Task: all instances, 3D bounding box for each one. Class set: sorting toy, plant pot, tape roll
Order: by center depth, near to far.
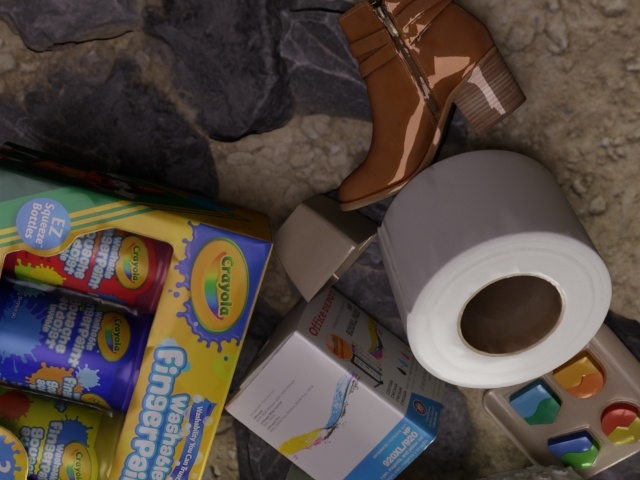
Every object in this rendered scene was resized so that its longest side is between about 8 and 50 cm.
[{"bbox_3d":[0.206,0.036,1.237,0.246,0.169,0.246,-6,129,-8],"label":"tape roll"},{"bbox_3d":[0.000,0.000,1.358,0.096,0.109,0.109,44,115,7],"label":"plant pot"},{"bbox_3d":[0.357,0.235,1.402,0.208,0.038,0.193,-39,99,23],"label":"sorting toy"}]

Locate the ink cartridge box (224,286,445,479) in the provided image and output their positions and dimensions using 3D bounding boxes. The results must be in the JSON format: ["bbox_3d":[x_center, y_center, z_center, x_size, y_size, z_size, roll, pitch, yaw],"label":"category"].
[{"bbox_3d":[0.025,0.205,1.392,0.233,0.171,0.168,38,115,-5],"label":"ink cartridge box"}]

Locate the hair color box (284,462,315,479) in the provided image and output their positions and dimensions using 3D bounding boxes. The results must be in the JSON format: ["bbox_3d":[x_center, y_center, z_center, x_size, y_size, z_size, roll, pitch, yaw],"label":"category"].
[{"bbox_3d":[0.088,0.453,1.469,0.339,0.185,0.110,16,114,6],"label":"hair color box"}]

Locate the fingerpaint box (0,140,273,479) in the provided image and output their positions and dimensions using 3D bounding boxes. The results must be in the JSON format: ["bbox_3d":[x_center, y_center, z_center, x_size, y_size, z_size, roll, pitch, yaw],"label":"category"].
[{"bbox_3d":[-0.301,0.140,1.356,0.371,0.163,0.444,16,102,-10],"label":"fingerpaint box"}]

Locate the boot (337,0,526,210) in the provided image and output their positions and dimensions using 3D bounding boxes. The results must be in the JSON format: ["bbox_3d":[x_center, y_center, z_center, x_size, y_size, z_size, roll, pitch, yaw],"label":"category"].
[{"bbox_3d":[0.083,-0.183,1.263,0.283,0.109,0.220,-36,96,29],"label":"boot"}]

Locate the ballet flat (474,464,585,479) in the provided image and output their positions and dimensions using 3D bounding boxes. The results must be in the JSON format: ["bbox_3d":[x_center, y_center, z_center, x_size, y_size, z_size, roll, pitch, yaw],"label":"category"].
[{"bbox_3d":[0.186,0.396,1.328,0.409,0.147,0.147,-13,110,-13],"label":"ballet flat"}]
